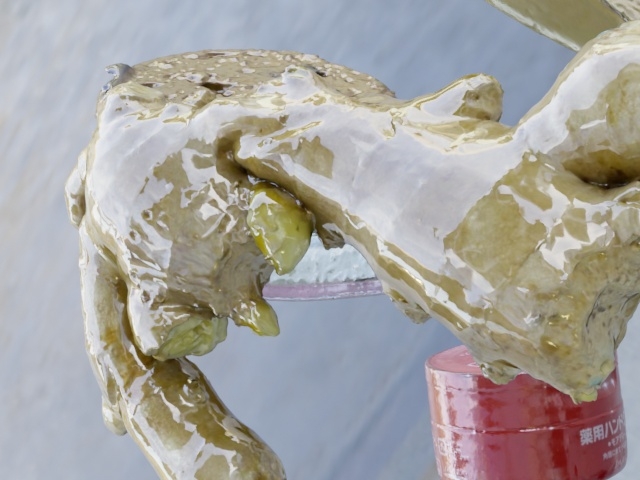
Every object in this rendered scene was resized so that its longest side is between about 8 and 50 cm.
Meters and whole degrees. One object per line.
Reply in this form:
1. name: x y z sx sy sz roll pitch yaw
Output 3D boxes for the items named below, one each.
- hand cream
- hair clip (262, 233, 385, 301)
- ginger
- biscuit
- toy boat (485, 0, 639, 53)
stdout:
1. hand cream: 0.199 0.166 1.561 0.193 0.193 0.125 4 105 56
2. hair clip: -0.003 -0.007 0.545 0.137 0.022 0.054 -2 57 25
3. ginger: 0.000 0.000 0.429 0.176 0.052 0.193 37 108 24
4. biscuit: -0.061 -0.105 1.473 0.296 0.295 0.075 -131 40 -56
5. toy boat: 0.068 -0.097 0.493 0.049 0.047 0.149 -42 60 -16
